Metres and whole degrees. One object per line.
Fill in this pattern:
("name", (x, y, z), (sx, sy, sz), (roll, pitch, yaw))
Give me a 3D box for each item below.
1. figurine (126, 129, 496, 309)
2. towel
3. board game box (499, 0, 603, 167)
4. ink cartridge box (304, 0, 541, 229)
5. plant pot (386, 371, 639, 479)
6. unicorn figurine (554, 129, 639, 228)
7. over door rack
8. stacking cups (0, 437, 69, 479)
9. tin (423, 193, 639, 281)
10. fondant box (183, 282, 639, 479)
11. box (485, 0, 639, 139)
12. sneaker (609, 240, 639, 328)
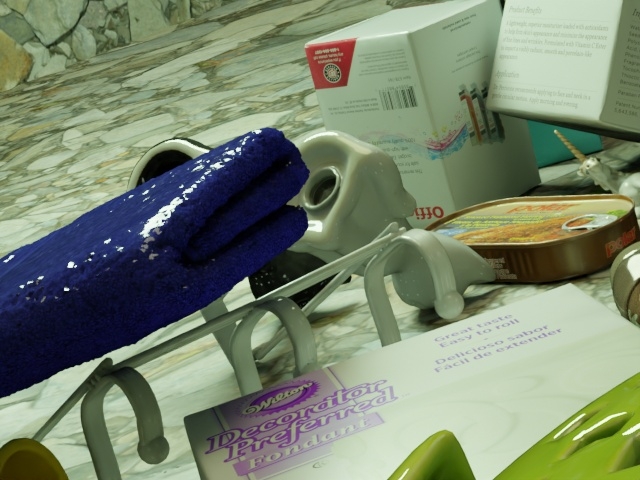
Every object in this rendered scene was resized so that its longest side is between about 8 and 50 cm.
("figurine", (0.000, 0.000, 1.454), (0.214, 0.092, 0.209), (-1, -21, 33))
("towel", (-0.159, 0.048, 1.152), (0.308, 0.076, 0.227), (-26, 11, 25))
("board game box", (0.170, -0.257, 1.875), (0.079, 0.336, 0.254), (-16, 13, 2))
("ink cartridge box", (0.090, -0.107, 1.717), (0.128, 0.176, 0.127), (-2, 18, 44))
("plant pot", (0.099, 0.164, 0.563), (0.207, 0.228, 0.227), (-16, 13, 27))
("unicorn figurine", (0.265, -0.045, 1.539), (0.161, 0.060, 0.111), (1, 15, 3))
("over door rack", (-0.075, 0.098, 1.292), (0.239, 0.108, 0.324), (-24, 1, -29))
("stacking cups", (-0.299, 0.199, 1.189), (0.316, 0.096, 0.096), (-17, 13, 22))
("tin", (0.159, -0.002, 1.517), (0.106, 0.040, 0.189), (-32, 21, -37))
("fondant box", (0.075, 0.132, 0.966), (0.238, 0.096, 0.330), (-18, 13, -7))
("box", (0.262, -0.144, 1.634), (0.181, 0.119, 0.181), (9, 3, -27))
("sneaker", (0.282, 0.019, 1.274), (0.188, 0.066, 0.071), (-19, 30, 10))
